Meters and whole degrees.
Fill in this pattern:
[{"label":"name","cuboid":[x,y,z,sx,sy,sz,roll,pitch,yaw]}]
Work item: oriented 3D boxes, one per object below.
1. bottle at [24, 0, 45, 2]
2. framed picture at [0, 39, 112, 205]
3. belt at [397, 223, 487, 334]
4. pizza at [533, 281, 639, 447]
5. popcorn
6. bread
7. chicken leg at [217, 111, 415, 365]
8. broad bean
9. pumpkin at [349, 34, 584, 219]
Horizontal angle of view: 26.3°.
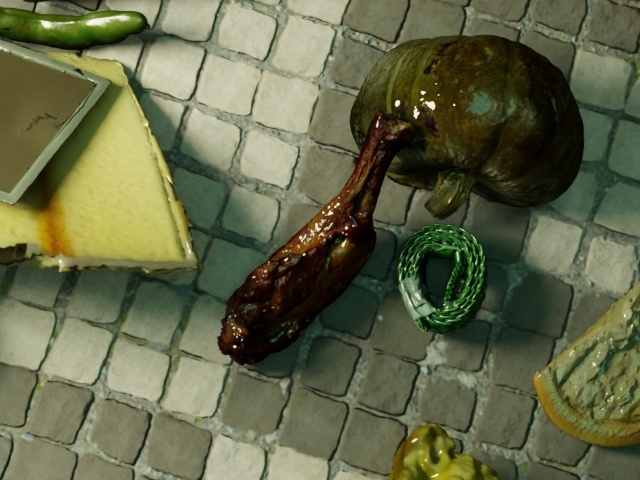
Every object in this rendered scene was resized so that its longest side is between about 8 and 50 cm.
[{"label":"bottle","cuboid":[-0.249,-0.408,1.867,0.336,0.144,0.144,-5,83,-4]},{"label":"framed picture","cuboid":[-0.426,-0.162,1.781,0.216,0.016,0.273,20,47,10]},{"label":"belt","cuboid":[0.166,0.057,1.863,0.121,0.079,0.151,2,71,8]},{"label":"pizza","cuboid":[0.425,0.172,1.878,0.181,0.034,0.262,41,82,4]},{"label":"popcorn","cuboid":[0.140,0.369,1.760,0.237,0.206,0.251,-21,72,9]},{"label":"bread","cuboid":[-0.363,-0.123,1.788,0.345,0.242,0.405,-9,85,-10]},{"label":"chicken leg","cuboid":[0.000,0.000,1.810,0.096,0.158,0.407,45,107,29]},{"label":"broad bean","cuboid":[-0.384,-0.297,1.847,0.292,0.144,0.049,7,82,-19]},{"label":"pumpkin","cuboid":[0.198,-0.148,1.815,0.325,0.232,0.242,11,85,2]}]
